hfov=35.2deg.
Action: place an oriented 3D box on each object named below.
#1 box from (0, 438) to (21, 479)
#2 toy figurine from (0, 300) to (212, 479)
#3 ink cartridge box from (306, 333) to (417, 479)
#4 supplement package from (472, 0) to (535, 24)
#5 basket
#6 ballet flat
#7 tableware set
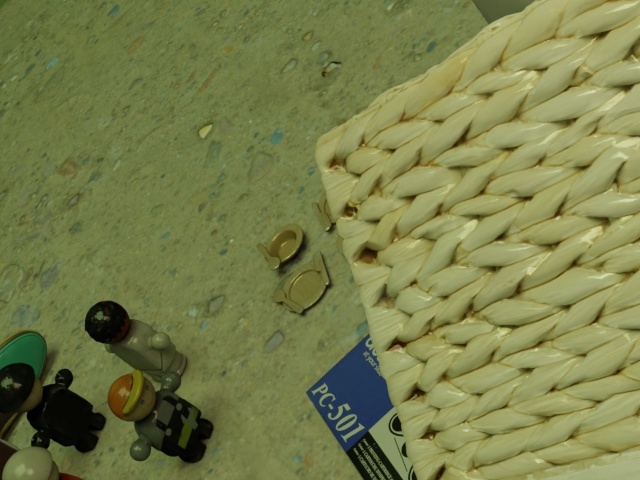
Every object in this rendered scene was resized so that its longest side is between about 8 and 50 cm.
[{"bbox_3d":[-0.358,0.381,0.997,0.143,0.191,0.381,-34,39,16],"label":"box"},{"bbox_3d":[-0.244,0.185,1.100,0.209,0.148,0.213,-39,38,9],"label":"toy figurine"},{"bbox_3d":[0.072,0.173,0.899,0.097,0.046,0.207,-44,38,2],"label":"ink cartridge box"},{"bbox_3d":[0.283,-0.247,0.956,0.203,0.194,0.149,-52,39,-7],"label":"supplement package"},{"bbox_3d":[0.229,-0.004,0.577,0.331,0.328,0.266,-30,75,41],"label":"basket"},{"bbox_3d":[-0.436,0.219,1.310,0.073,0.080,0.232,-15,44,54],"label":"ballet flat"},{"bbox_3d":[0.000,0.000,1.142,0.169,0.020,0.141,-42,38,5],"label":"tableware set"}]
